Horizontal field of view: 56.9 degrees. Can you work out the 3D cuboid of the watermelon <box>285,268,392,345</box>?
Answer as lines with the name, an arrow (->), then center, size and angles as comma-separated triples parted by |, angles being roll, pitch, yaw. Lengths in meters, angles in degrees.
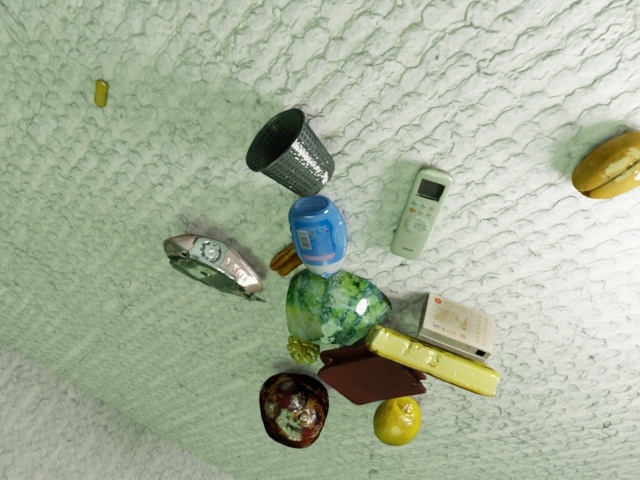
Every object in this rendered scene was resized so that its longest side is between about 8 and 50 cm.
watermelon -> 0.047, 0.192, 1.748 | 0.306, 0.223, 0.180 | 0, 179, 21

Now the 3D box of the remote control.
remote control -> 0.245, -0.062, 1.450 | 0.090, 0.038, 0.309 | 19, 139, 4

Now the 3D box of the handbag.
handbag -> 0.159, 0.415, 1.832 | 0.276, 0.084, 0.260 | -21, 130, 32

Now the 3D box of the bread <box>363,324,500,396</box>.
bread -> 0.299, 0.323, 1.618 | 0.362, 0.077, 0.138 | 21, -179, 3

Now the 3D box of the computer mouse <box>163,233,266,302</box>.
computer mouse -> -0.297, 0.078, 1.794 | 0.389, 0.114, 0.200 | 33, 156, -30

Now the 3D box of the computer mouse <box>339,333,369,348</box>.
computer mouse -> 0.183, 0.379, 1.917 | 0.197, 0.095, 0.330 | -4, 138, 23

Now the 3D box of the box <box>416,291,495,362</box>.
box -> 0.377, 0.240, 1.640 | 0.201, 0.141, 0.058 | 20, 135, 1

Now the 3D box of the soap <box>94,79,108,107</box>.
soap -> -0.555, -0.371, 1.493 | 0.034, 0.012, 0.089 | 27, 139, -6

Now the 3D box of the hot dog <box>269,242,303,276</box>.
hot dog -> -0.088, 0.053, 1.719 | 0.071, 0.045, 0.165 | 37, 137, -14

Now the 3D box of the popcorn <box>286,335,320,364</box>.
popcorn -> -0.059, 0.363, 1.991 | 0.121, 0.116, 0.106 | 25, 157, -3

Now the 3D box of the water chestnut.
water chestnut -> -0.106, 0.626, 2.185 | 0.289, 0.289, 0.244 | 40, 112, -20

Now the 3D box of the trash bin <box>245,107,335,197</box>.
trash bin -> -0.055, -0.191, 1.366 | 0.176, 0.175, 0.161 | -19, 138, 38

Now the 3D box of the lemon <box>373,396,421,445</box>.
lemon -> 0.272, 0.639, 2.096 | 0.170, 0.170, 0.207 | 24, 140, -2

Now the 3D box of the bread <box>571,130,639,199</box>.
bread -> 0.590, -0.142, 1.183 | 0.114, 0.077, 0.189 | 31, 137, -16

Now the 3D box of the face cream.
face cream -> 0.000, 0.000, 1.589 | 0.149, 0.083, 0.263 | -4, 135, 8
